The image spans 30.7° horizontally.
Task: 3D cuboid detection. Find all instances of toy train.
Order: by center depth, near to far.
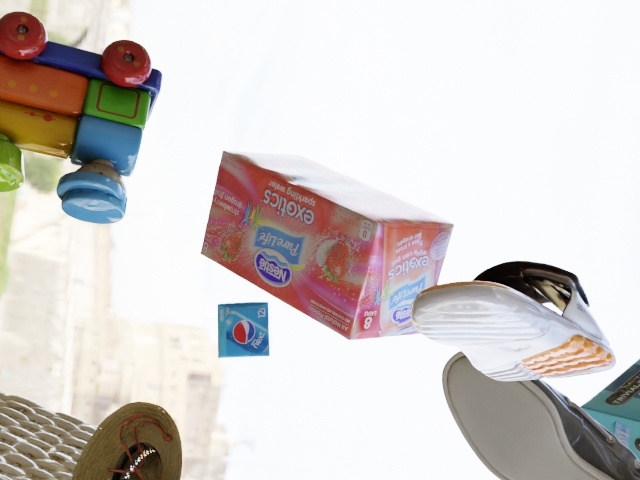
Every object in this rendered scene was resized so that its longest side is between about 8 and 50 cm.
[{"bbox_3d":[-0.262,-0.104,0.949,0.105,0.248,0.143,128,-29,-58],"label":"toy train"}]

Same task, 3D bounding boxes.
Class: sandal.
[{"bbox_3d":[0.143,0.046,0.839,0.265,0.102,0.076,33,52,-58],"label":"sandal"}]

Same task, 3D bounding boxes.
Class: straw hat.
[{"bbox_3d":[-0.174,0.238,1.158,0.144,0.061,0.144,-14,-119,25],"label":"straw hat"}]

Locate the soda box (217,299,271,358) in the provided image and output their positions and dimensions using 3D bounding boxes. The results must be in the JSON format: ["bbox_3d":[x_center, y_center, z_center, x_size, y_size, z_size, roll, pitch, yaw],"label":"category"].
[{"bbox_3d":[-0.099,0.116,1.555,0.210,0.067,0.071,131,-43,-87],"label":"soda box"}]

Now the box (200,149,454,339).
[{"bbox_3d":[0.000,0.000,1.479,0.300,0.142,0.154,28,-70,42],"label":"box"}]

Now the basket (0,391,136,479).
[{"bbox_3d":[-0.434,0.353,1.433,0.328,0.331,0.266,-37,145,-79],"label":"basket"}]

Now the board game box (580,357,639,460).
[{"bbox_3d":[0.643,0.291,1.931,0.336,0.254,0.079,9,-64,43],"label":"board game box"}]

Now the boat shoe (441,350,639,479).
[{"bbox_3d":[0.270,0.241,1.304,0.112,0.335,0.095,-49,175,20],"label":"boat shoe"}]
